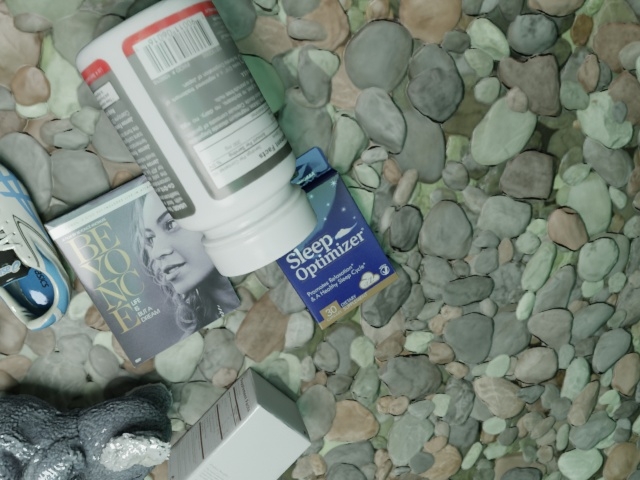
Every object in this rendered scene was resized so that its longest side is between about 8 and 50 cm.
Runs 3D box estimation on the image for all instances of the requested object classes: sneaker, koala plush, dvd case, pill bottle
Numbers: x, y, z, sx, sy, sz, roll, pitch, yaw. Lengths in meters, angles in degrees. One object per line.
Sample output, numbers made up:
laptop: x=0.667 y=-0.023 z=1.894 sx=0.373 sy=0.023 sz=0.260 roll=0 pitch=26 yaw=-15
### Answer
sneaker: x=-0.367 y=-0.002 z=0.691 sx=0.085 sy=0.086 sz=0.237 roll=-26 pitch=111 yaw=-5
koala plush: x=-0.290 y=0.262 z=0.745 sx=0.221 sy=0.196 sz=0.204 roll=-19 pitch=101 yaw=-5
dvd case: x=-0.220 y=0.035 z=0.767 sx=0.164 sy=0.018 sz=0.221 roll=-30 pitch=112 yaw=-15
pill bottle: x=-0.127 y=-0.112 z=0.672 sx=0.161 sy=0.161 sz=0.283 roll=-30 pitch=108 yaw=-5

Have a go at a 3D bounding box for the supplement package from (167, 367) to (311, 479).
supplement package: x=-0.118 y=0.294 z=0.843 sx=0.179 sy=0.105 sz=0.105 roll=-46 pitch=112 yaw=2

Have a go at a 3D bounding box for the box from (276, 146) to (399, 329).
box: x=0.000 y=0.000 z=0.823 sx=0.136 sy=0.036 sz=0.225 roll=-34 pitch=111 yaw=-3
